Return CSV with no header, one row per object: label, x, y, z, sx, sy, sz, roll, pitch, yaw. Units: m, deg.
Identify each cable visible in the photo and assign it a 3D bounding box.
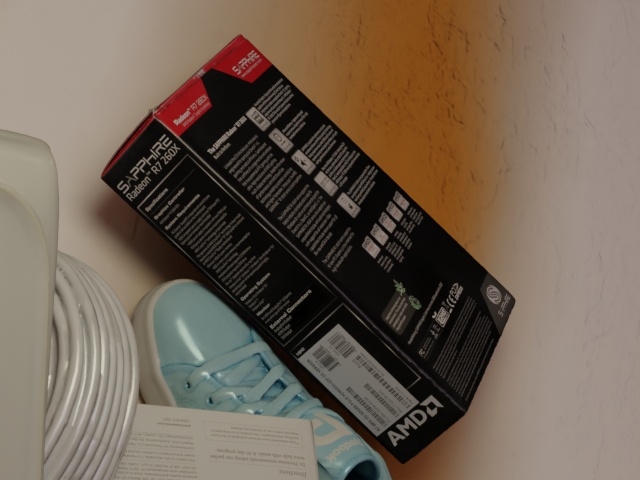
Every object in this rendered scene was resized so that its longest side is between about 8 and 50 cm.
cable,-0.244,0.113,1.059,0.089,0.257,0.257,45,65,-54

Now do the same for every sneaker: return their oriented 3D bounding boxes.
sneaker,-0.016,0.170,1.308,0.135,0.150,0.366,-30,82,-42

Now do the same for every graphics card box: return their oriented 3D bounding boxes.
graphics card box,0.000,0.000,1.417,0.371,0.094,0.233,42,29,-4

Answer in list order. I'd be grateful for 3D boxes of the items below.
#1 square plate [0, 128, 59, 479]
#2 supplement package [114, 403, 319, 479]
square plate,-0.242,0.094,0.802,0.344,0.049,0.347,12,78,-61
supplement package,-0.120,0.278,1.141,0.199,0.198,0.262,9,58,-30
